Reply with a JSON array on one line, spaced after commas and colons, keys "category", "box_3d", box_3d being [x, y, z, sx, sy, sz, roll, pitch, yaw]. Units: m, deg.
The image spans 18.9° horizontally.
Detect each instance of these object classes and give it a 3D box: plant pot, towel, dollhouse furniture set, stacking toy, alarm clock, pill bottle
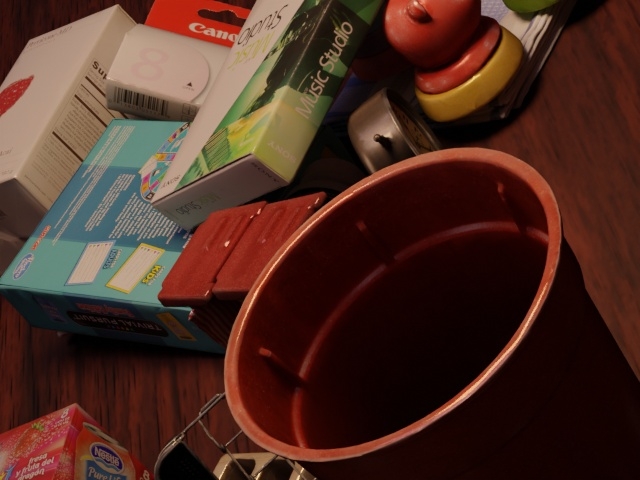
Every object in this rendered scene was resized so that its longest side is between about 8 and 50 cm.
[{"category": "plant pot", "box_3d": [0.114, 0.121, 1.402, 0.272, 0.265, 0.272, -25, 38, 21]}, {"category": "towel", "box_3d": [0.136, -0.196, 2.045, 0.285, 0.034, 0.209, -5, 46, 48]}, {"category": "dollhouse furniture set", "box_3d": [-0.072, 0.166, 1.647, 0.152, 0.201, 0.374, -7, 44, 46]}, {"category": "stacking toy", "box_3d": [0.132, -0.283, 1.998, 0.279, 0.130, 0.309, -47, 29, -8]}, {"category": "alarm clock", "box_3d": [0.080, -0.089, 1.880, 0.064, 0.129, 0.192, -35, 16, 18]}, {"category": "pill bottle", "box_3d": [0.000, 0.000, 1.887, 0.094, 0.094, 0.169, -22, 36, 32]}]

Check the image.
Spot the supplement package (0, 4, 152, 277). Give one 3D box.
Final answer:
[{"category": "supplement package", "box_3d": [-0.303, -0.108, 2.312, 0.177, 0.175, 0.293, -15, 39, 41]}]

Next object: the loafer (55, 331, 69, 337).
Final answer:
[{"category": "loafer", "box_3d": [-0.248, 0.080, 2.146, 0.125, 0.039, 0.045, -12, 11, 26]}]

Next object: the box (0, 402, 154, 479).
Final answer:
[{"category": "box", "box_3d": [-0.300, 0.273, 1.855, 0.257, 0.128, 0.122, -24, 34, 30]}]

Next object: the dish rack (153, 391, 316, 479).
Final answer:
[{"category": "dish rack", "box_3d": [0.020, 0.160, 1.555, 0.271, 0.208, 0.074, -43, 14, -4]}]

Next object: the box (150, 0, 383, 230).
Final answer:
[{"category": "box", "box_3d": [-0.039, -0.174, 1.936, 0.232, 0.058, 0.322, -22, 39, 58]}]

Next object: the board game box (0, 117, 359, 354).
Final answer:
[{"category": "board game box", "box_3d": [-0.156, -0.011, 2.060, 0.336, 0.079, 0.254, 5, 54, 42]}]

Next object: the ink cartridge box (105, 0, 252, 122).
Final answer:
[{"category": "ink cartridge box", "box_3d": [-0.133, -0.223, 2.270, 0.189, 0.066, 0.232, 15, 51, 3]}]
